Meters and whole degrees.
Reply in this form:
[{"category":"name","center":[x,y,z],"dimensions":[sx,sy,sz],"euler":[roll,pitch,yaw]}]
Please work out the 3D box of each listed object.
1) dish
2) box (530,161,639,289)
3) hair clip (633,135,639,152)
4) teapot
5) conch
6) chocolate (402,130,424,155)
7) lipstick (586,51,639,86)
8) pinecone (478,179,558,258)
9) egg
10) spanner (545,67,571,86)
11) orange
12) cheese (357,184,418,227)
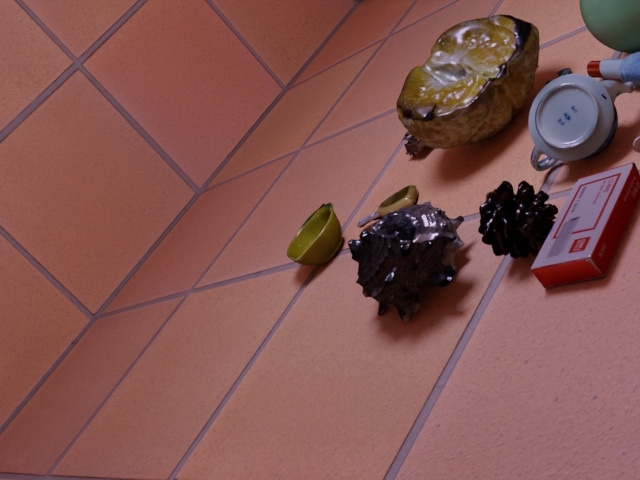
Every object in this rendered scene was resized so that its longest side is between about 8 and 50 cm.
[{"category":"dish","center":[0.000,0.000,2.259],"dimensions":[0.149,0.080,0.207],"euler":[-29,24,42]},{"category":"box","center":[0.435,-0.026,1.518],"dimensions":[0.123,0.050,0.229],"euler":[-16,33,51]},{"category":"hair clip","center":[0.629,-0.213,1.566],"dimensions":[0.226,0.034,0.072],"euler":[-26,24,37]},{"category":"teapot","center":[0.476,-0.214,1.735],"dimensions":[0.232,0.159,0.159],"euler":[-46,17,22]},{"category":"conch","center":[0.174,0.027,1.766],"dimensions":[0.241,0.186,0.313],"euler":[-35,0,1]},{"category":"chocolate","center":[0.330,-0.338,2.362],"dimensions":[0.329,0.065,0.102],"euler":[-45,19,-13]},{"category":"lipstick","center":[0.604,-0.332,1.823],"dimensions":[0.068,0.061,0.274],"euler":[-47,20,-6]},{"category":"pinecone","center":[0.339,-0.035,1.598],"dimensions":[0.121,0.140,0.140],"euler":[13,56,49]},{"category":"egg","center":[0.628,-0.489,1.871],"dimensions":[0.220,0.220,0.269],"euler":[-32,15,27]},{"category":"spanner","center":[0.531,-0.310,1.988],"dimensions":[0.071,0.017,0.302],"euler":[-37,19,14]},{"category":"orange","center":[0.338,-0.340,2.117],"dimensions":[0.368,0.210,0.271],"euler":[-48,44,-13]},{"category":"cheese","center":[0.153,-0.071,2.179],"dimensions":[0.162,0.036,0.086],"euler":[-30,22,30]}]
